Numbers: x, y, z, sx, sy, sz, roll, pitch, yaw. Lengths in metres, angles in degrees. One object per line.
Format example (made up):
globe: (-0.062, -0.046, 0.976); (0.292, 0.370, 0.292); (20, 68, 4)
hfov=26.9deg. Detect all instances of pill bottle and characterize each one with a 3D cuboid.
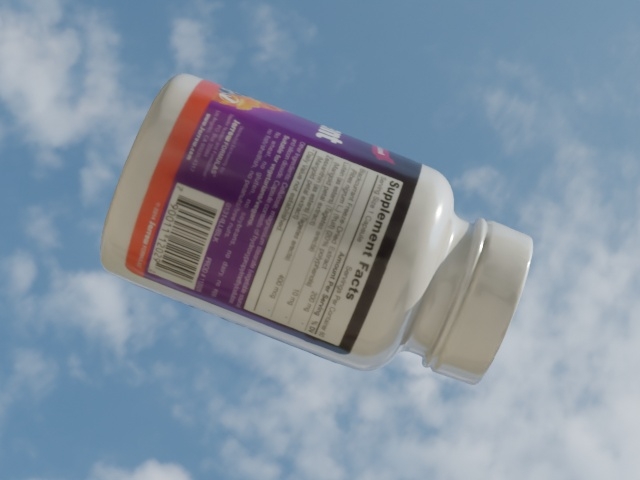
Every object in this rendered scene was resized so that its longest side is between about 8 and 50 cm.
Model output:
pill bottle: (0.000, 0.000, 0.658); (0.194, 0.108, 0.108); (22, -70, 0)
